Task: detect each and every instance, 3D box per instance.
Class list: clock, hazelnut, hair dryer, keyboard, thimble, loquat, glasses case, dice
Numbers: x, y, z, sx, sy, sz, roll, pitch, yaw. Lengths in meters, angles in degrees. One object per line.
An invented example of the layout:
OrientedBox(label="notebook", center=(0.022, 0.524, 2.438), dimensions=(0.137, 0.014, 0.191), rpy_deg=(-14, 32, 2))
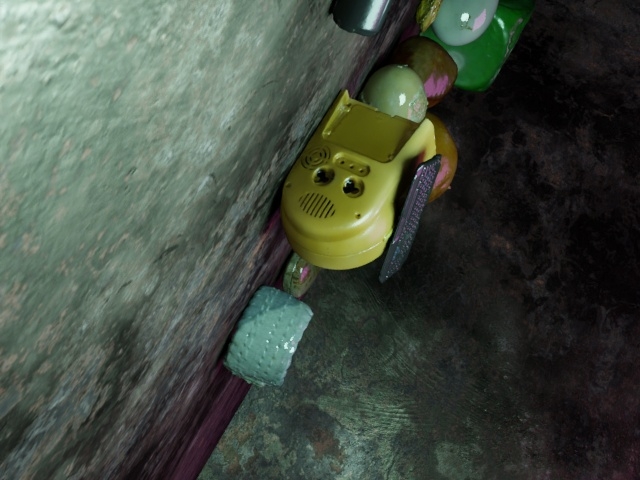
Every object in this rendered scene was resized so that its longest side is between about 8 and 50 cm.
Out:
OrientedBox(label="clock", center=(0.056, -0.103, 1.229), dimensions=(0.317, 0.244, 0.200), rpy_deg=(-53, 152, -23))
OrientedBox(label="hazelnut", center=(0.242, -0.430, 1.640), dimensions=(0.210, 0.210, 0.186), rpy_deg=(-56, 150, -48))
OrientedBox(label="hair dryer", center=(0.082, -0.380, 0.916), dimensions=(0.248, 0.071, 0.114), rpy_deg=(-69, -177, -56))
OrientedBox(label="keyboard", center=(0.168, -0.038, 1.198), dimensions=(0.106, 0.016, 0.262), rpy_deg=(-32, 145, -51))
OrientedBox(label="thimble", center=(-0.133, 0.252, 1.643), dimensions=(0.250, 0.172, 0.205), rpy_deg=(-62, 177, -8))
OrientedBox(label="loquat", center=(0.286, -0.269, 2.076), dimensions=(0.328, 0.328, 0.328), rpy_deg=(-60, 175, -8))
OrientedBox(label="glasses case", center=(0.000, 0.000, 1.978), dimensions=(0.156, 0.098, 0.425), rpy_deg=(97, 20, -48))
OrientedBox(label="dice", center=(0.494, -0.680, 2.049), dimensions=(0.297, 0.287, 0.300), rpy_deg=(-57, 173, -44))

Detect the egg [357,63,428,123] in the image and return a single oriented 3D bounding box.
OrientedBox(label="egg", center=(0.167, -0.322, 1.497), dimensions=(0.164, 0.164, 0.201), rpy_deg=(-58, 172, -32))

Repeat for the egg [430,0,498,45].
OrientedBox(label="egg", center=(0.405, -0.674, 1.778), dimensions=(0.183, 0.183, 0.264), rpy_deg=(15, 98, -85))

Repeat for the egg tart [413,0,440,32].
OrientedBox(label="egg tart", center=(0.285, -0.610, 1.672), dimensions=(0.130, 0.052, 0.130), rpy_deg=(-61, 177, -5))
